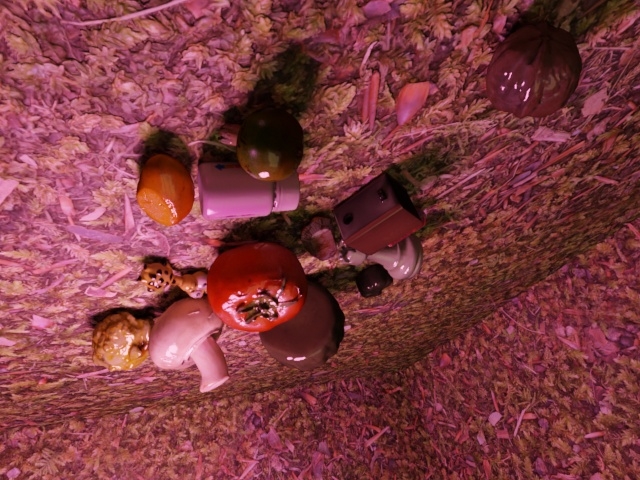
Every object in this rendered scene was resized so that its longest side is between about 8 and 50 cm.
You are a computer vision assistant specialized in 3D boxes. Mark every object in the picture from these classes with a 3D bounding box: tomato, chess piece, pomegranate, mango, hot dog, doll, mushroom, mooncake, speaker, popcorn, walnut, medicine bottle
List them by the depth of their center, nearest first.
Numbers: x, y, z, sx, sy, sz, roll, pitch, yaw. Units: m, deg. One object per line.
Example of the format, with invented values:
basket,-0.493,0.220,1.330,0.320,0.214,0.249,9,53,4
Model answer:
pomegranate,-0.143,-0.232,0.989,0.209,0.180,0.180,13,148,9
walnut,0.519,-0.408,1.016,0.224,0.224,0.224,-13,148,-8
mango,-0.395,-0.135,1.055,0.141,0.102,0.217,11,141,-2
medicine bottle,-0.192,-0.137,1.104,0.254,0.152,0.152,-5,146,-21
speaker,0.187,-0.080,1.381,0.230,0.153,0.192,-35,145,25
tomato,-0.218,0.141,1.415,0.340,0.273,0.342,-10,133,-10
doll,-0.494,0.141,1.436,0.291,0.086,0.117,24,99,-49
hot dog,0.000,0.000,1.495,0.131,0.069,0.253,-27,151,-3
chess piece,0.222,0.045,1.582,0.298,0.195,0.195,8,140,-23
popcorn,-0.758,0.390,1.587,0.254,0.195,0.256,-19,130,-9
mushroom,-0.510,0.390,1.592,0.314,0.357,0.315,-1,177,0
mooncake,-0.074,0.355,1.729,0.356,0.357,0.194,-24,146,8
mooncake,0.249,0.190,1.882,0.168,0.104,0.175,-24,152,-2

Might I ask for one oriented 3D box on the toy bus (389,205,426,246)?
toy bus,0.303,-0.051,1.508,0.192,0.077,0.065,-31,134,-19
